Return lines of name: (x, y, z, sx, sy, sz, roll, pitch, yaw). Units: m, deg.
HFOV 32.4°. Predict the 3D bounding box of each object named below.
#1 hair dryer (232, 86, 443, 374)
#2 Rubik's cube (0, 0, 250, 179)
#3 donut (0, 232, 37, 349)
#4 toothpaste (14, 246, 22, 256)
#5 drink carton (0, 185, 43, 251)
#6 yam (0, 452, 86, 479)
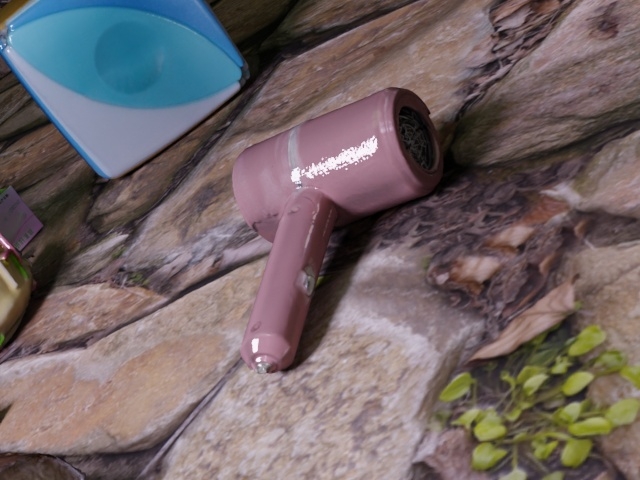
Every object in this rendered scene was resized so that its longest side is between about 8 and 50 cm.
hair dryer: (0.000, 0.000, 1.144, 0.210, 0.125, 0.352, -19, 37, 31)
Rubik's cube: (-0.376, -0.351, 2.023, 0.347, 0.351, 0.352, -38, 20, -7)
donut: (-0.606, 0.125, 1.635, 0.371, 0.150, 0.307, -28, 26, -2)
toothpaste: (-0.597, 0.087, 1.881, 0.216, 0.037, 0.062, -40, 23, -1)
drink carton: (-0.659, 0.009, 2.024, 0.271, 0.108, 0.161, -16, 30, 40)
yam: (-0.345, 0.269, 1.057, 0.280, 0.131, 0.131, -14, 31, 42)
